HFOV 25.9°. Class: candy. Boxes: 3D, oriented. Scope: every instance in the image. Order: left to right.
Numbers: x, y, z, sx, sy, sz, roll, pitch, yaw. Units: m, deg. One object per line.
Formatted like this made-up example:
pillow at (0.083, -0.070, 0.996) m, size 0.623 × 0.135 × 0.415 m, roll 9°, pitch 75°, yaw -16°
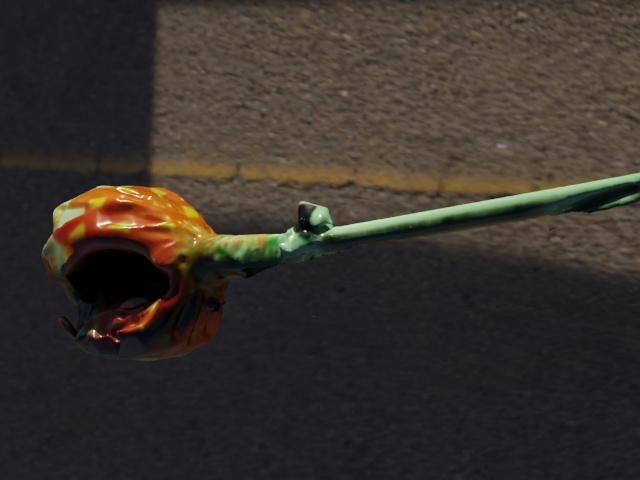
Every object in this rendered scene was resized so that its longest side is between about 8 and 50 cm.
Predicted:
candy at (0.000, 0.000, 0.366) m, size 0.185 × 0.055 × 0.049 m, roll -10°, pitch 37°, yaw 33°
